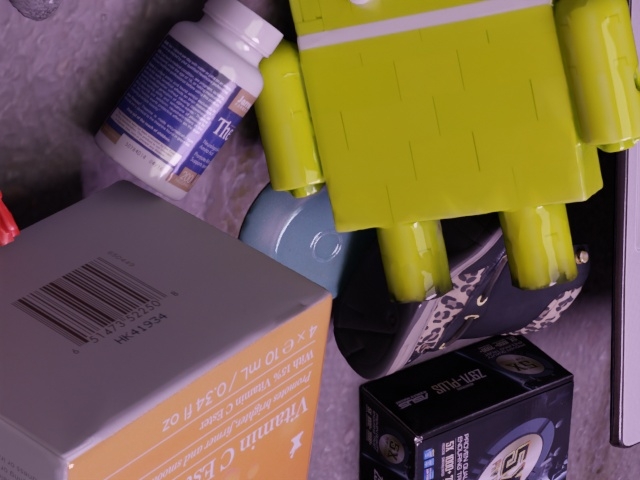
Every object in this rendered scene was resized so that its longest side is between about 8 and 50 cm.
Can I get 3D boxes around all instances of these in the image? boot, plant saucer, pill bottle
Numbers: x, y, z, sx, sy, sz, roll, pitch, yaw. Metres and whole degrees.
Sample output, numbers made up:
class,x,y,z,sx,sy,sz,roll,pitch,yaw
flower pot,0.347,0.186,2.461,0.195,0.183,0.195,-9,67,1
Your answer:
class,x,y,z,sx,sy,sz,roll,pitch,yaw
boot,0.125,-0.007,1.158,0.178,0.085,0.236,-8,140,-42
plant saucer,0.000,0.000,1.147,0.119,0.021,0.119,-17,125,-26
pill bottle,-0.077,-0.089,1.009,0.067,0.067,0.120,33,95,-42

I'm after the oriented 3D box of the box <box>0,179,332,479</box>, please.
class,x,y,z,sx,sy,sz,roll,pitch,yaw
box,-0.138,0.175,0.995,0.215,0.168,0.345,-32,140,-44

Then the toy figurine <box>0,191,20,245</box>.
class,x,y,z,sx,sy,sz,roll,pitch,yaw
toy figurine,-0.362,-0.024,0.836,0.362,0.191,0.217,-26,99,-20

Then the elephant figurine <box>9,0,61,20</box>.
class,x,y,z,sx,sy,sz,roll,pitch,yaw
elephant figurine,-0.105,-0.220,0.836,0.169,0.186,0.239,-18,117,-5

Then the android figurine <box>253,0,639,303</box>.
class,x,y,z,sx,sy,sz,roll,pitch,yaw
android figurine,0.072,-0.099,1.015,0.056,0.248,0.273,-31,113,-62

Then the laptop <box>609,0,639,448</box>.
class,x,y,z,sx,sy,sz,roll,pitch,yaw
laptop,0.428,-0.052,1.211,0.408,0.236,0.382,-16,111,-38

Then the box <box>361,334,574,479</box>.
class,x,y,z,sx,sy,sz,roll,pitch,yaw
box,0.111,0.181,1.294,0.147,0.077,0.180,-17,124,-27
